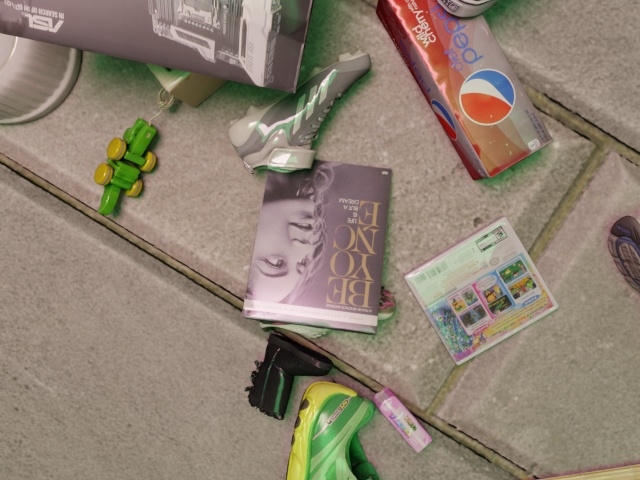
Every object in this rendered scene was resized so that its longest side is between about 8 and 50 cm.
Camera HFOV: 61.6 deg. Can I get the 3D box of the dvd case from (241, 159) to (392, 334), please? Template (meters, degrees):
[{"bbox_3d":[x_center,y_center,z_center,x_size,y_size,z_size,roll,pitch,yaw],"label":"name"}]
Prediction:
[{"bbox_3d":[0.000,0.000,0.683,0.165,0.018,0.221,7,72,2],"label":"dvd case"}]

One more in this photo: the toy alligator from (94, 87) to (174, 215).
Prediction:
[{"bbox_3d":[-0.251,-0.123,0.711,0.051,0.056,0.189,36,99,41],"label":"toy alligator"}]

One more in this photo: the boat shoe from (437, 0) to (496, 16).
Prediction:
[{"bbox_3d":[0.248,-0.376,0.598,0.306,0.105,0.113,-40,96,-17],"label":"boat shoe"}]

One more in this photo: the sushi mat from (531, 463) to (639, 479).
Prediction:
[{"bbox_3d":[0.373,0.391,0.740,0.317,0.019,0.151,-11,95,4],"label":"sushi mat"}]

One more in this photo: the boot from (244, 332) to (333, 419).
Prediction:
[{"bbox_3d":[-0.043,0.185,0.703,0.121,0.045,0.099,15,85,43],"label":"boot"}]

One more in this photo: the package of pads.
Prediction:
[{"bbox_3d":[0.109,0.240,0.723,0.032,0.050,0.083,-42,92,-3],"label":"package of pads"}]

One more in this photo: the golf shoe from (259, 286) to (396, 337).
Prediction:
[{"bbox_3d":[0.006,0.090,0.715,0.186,0.067,0.085,4,120,3],"label":"golf shoe"}]

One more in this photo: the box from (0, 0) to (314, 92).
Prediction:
[{"bbox_3d":[-0.151,-0.296,0.515,0.308,0.076,0.242,11,115,-7],"label":"box"}]

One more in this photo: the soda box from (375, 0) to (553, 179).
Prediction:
[{"bbox_3d":[0.172,-0.208,0.666,0.092,0.083,0.263,-30,92,4],"label":"soda box"}]

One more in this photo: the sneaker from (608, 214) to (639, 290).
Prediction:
[{"bbox_3d":[0.488,0.083,0.669,0.129,0.111,0.297,-27,94,-1],"label":"sneaker"}]

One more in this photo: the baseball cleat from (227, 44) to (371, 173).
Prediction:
[{"bbox_3d":[-0.012,-0.154,0.686,0.206,0.072,0.109,-29,93,7],"label":"baseball cleat"}]

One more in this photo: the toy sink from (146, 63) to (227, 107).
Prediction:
[{"bbox_3d":[-0.183,-0.308,0.650,0.153,0.131,0.234,-37,92,5],"label":"toy sink"}]

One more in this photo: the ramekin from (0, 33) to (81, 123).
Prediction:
[{"bbox_3d":[-0.426,-0.256,0.676,0.207,0.109,0.207,0,95,2],"label":"ramekin"}]

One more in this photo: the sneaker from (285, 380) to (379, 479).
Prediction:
[{"bbox_3d":[0.014,0.339,0.706,0.124,0.109,0.295,8,95,6],"label":"sneaker"}]

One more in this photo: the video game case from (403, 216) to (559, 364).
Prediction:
[{"bbox_3d":[0.214,0.068,0.721,0.157,0.019,0.143,-31,93,4],"label":"video game case"}]
